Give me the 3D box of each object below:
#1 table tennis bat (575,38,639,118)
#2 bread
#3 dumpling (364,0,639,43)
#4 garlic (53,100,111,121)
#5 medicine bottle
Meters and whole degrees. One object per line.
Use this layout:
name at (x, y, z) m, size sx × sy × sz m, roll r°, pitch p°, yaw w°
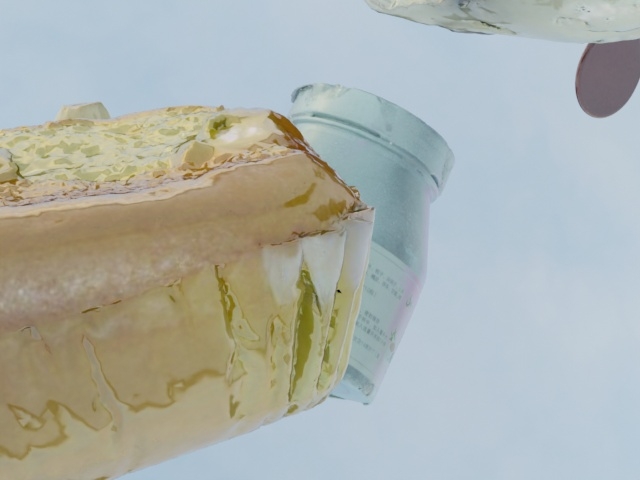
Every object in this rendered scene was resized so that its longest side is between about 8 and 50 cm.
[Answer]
table tennis bat at (0.312, -0.200, 1.257) m, size 0.098 × 0.019 × 0.154 m, roll 23°, pitch -86°, yaw -41°
bread at (-0.128, 0.030, 0.434) m, size 0.288 × 0.152 × 0.119 m, roll -15°, pitch -64°, yaw -17°
dumpling at (0.165, -0.242, 0.711) m, size 0.187 × 0.318 × 0.242 m, roll 22°, pitch -119°, yaw -46°
garlic at (-0.109, -0.025, 0.588) m, size 0.041 × 0.053 × 0.083 m, roll -27°, pitch -85°, yaw -51°
medicine bottle at (0.000, 0.000, 1.313) m, size 0.245 × 0.245 × 0.290 m, roll 31°, pitch -106°, yaw -28°
